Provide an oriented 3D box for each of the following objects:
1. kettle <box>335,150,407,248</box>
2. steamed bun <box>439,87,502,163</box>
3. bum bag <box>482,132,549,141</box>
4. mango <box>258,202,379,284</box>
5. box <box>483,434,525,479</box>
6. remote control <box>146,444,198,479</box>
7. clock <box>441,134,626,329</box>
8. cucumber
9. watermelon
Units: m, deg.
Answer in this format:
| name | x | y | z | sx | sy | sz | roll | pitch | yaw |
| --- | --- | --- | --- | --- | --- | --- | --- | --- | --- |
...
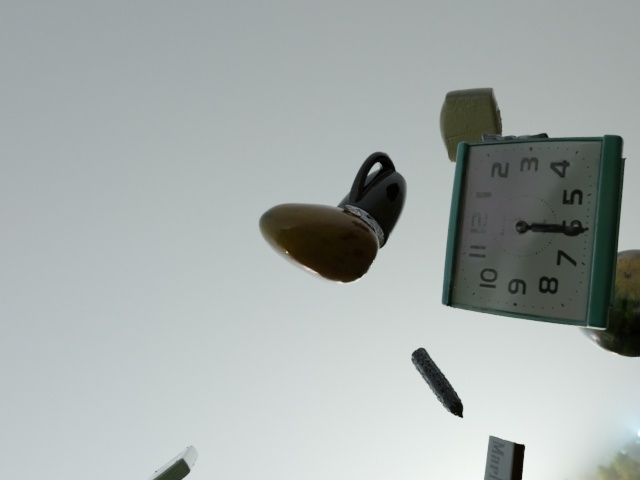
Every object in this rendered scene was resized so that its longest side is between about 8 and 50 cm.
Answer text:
| name | x | y | z | sx | sy | sz | roll | pitch | yaw |
| --- | --- | --- | --- | --- | --- | --- | --- | --- | --- |
| kettle | 0.192 | -0.156 | 1.693 | 0.290 | 0.207 | 0.268 | -52 | -44 | -30 |
| steamed bun | 0.510 | -0.387 | 1.666 | 0.154 | 0.199 | 0.250 | -37 | -59 | -60 |
| bum bag | 0.476 | -0.194 | 1.186 | 0.074 | 0.310 | 0.137 | -28 | -75 | -1 |
| mango | 0.000 | 0.000 | 1.447 | 0.377 | 0.264 | 0.221 | 19 | -77 | -22 |
| box | 0.394 | 0.523 | 1.067 | 0.035 | 0.178 | 0.115 | 14 | -15 | -7 |
| remote control | -0.408 | 0.631 | 1.333 | 0.145 | 0.050 | 0.344 | -34 | -8 | -17 |
| clock | 0.316 | -0.014 | 0.736 | 0.116 | 0.231 | 0.263 | 14 | -99 | -56 |
| cucumber | 0.387 | 0.466 | 1.620 | 0.072 | 0.300 | 0.072 | -8 | -63 | -15 |
| watermelon | 0.755 | 0.153 | 1.190 | 0.268 | 0.269 | 0.269 | -22 | -38 | -19 |
